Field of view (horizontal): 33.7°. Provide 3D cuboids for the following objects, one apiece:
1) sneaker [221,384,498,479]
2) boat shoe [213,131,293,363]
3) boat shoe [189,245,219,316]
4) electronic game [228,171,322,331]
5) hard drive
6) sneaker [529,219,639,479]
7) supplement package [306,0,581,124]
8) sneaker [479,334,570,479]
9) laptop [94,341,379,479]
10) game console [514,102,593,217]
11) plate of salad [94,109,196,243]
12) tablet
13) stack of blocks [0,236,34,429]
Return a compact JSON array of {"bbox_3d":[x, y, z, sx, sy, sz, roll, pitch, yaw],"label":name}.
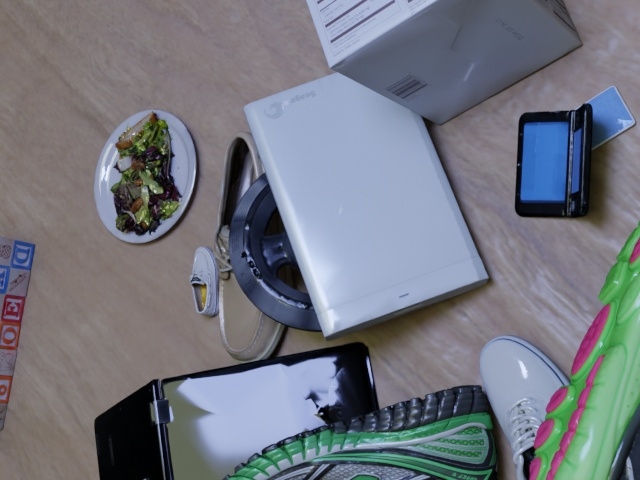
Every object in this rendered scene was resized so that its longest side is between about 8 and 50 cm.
[{"bbox_3d":[0.035,0.275,1.189,0.343,0.134,0.146,-18,79,10],"label":"sneaker"},{"bbox_3d":[-0.099,0.009,1.381,0.109,0.098,0.303,2,82,33],"label":"boat shoe"},{"bbox_3d":[-0.163,0.055,1.452,0.035,0.035,0.100,-14,74,31],"label":"boat shoe"},{"bbox_3d":[0.000,0.000,1.304,0.229,0.048,0.229,-1,74,4],"label":"electronic game"},{"bbox_3d":[0.050,-0.057,1.271,0.203,0.040,0.308,-20,73,-2],"label":"hard drive"},{"bbox_3d":[0.383,0.094,1.036,0.202,0.185,0.483,28,90,-4],"label":"sneaker"},{"bbox_3d":[0.135,-0.265,1.180,0.204,0.261,0.145,-28,67,26],"label":"supplement package"},{"bbox_3d":[0.240,0.213,1.128,0.094,0.091,0.258,-38,64,22],"label":"sneaker"},{"bbox_3d":[-0.107,0.371,1.371,0.408,0.236,0.382,-35,60,55],"label":"laptop"},{"bbox_3d":[0.259,-0.088,1.178,0.071,0.107,0.122,2,90,5],"label":"game console"},{"bbox_3d":[-0.264,-0.096,1.538,0.199,0.048,0.200,-6,78,31],"label":"plate of salad"},{"bbox_3d":[0.309,-0.132,1.197,0.083,0.006,0.054,-33,66,24],"label":"tablet"},{"bbox_3d":[-0.553,0.135,1.611,0.087,0.171,0.297,5,84,33],"label":"stack of blocks"}]
